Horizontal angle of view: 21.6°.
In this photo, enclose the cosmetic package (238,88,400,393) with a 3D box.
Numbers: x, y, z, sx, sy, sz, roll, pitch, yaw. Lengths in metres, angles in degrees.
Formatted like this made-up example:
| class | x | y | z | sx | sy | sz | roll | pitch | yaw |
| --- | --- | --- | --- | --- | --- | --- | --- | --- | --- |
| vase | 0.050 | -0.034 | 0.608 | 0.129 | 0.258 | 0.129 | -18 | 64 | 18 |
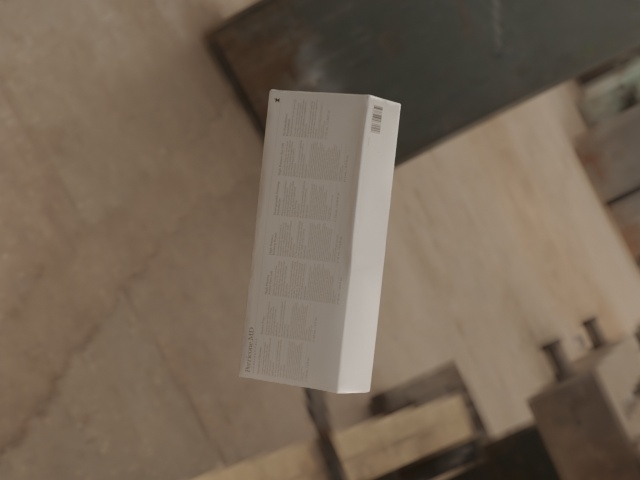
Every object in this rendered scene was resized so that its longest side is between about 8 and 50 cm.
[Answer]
| class | x | y | z | sx | sy | sz | roll | pitch | yaw |
| --- | --- | --- | --- | --- | --- | --- | --- | --- | --- |
| cosmetic package | 0.000 | 0.000 | 1.373 | 0.060 | 0.099 | 0.239 | 6 | 91 | -60 |
